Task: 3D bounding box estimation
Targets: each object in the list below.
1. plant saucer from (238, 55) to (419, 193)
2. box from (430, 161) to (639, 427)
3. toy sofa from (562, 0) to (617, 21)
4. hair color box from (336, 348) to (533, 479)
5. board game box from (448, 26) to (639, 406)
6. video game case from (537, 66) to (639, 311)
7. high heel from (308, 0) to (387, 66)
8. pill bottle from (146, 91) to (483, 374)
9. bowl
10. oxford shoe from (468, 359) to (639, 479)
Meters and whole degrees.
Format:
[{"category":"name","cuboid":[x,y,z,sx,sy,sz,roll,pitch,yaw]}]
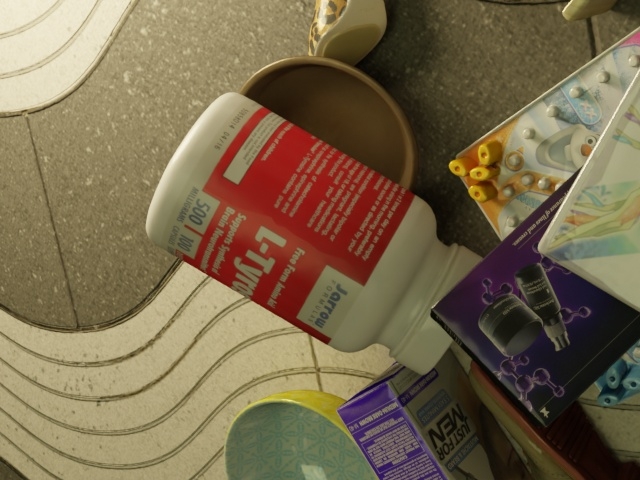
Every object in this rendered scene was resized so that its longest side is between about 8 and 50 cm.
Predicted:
[{"category":"plant saucer","cuboid":[0.006,-0.129,1.396,0.278,0.041,0.278,11,124,16]},{"category":"box","cuboid":[0.281,0.059,1.150,0.261,0.103,0.184,-43,81,-2]},{"category":"toy sofa","cuboid":[0.237,-0.431,1.136,0.362,0.150,0.177,47,124,11]},{"category":"hair color box","cuboid":[0.185,0.321,1.373,0.110,0.185,0.339,-33,86,33]},{"category":"board game box","cuboid":[0.400,-0.033,1.215,0.390,0.050,0.390,-35,84,34]},{"category":"video game case","cuboid":[0.423,-0.054,0.997,0.300,0.036,0.329,33,110,20]},{"category":"high heel","cuboid":[0.023,-0.351,1.359,0.261,0.093,0.186,-61,41,47]},{"category":"pill bottle","cuboid":[0.000,0.000,1.310,0.408,0.229,0.229,30,119,2]},{"category":"bowl","cuboid":[0.016,0.335,1.494,0.289,0.156,0.289,14,115,32]},{"category":"oxford shoe","cuboid":[0.307,0.296,1.332,0.348,0.123,0.130,48,128,12]}]
